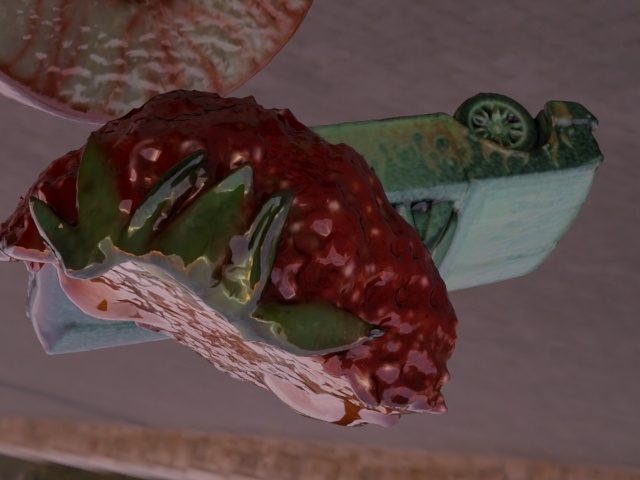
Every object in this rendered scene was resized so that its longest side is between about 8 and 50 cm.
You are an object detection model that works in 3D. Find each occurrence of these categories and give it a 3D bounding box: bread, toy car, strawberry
[{"bbox_3d":[-0.143,-0.228,1.040,0.327,0.295,0.114,6,-171,-39],"label":"bread"},{"bbox_3d":[0.000,0.000,0.871,0.320,0.097,0.141,-8,149,-19],"label":"toy car"},{"bbox_3d":[-0.021,0.011,0.493,0.146,0.082,0.187,30,166,6],"label":"strawberry"}]
